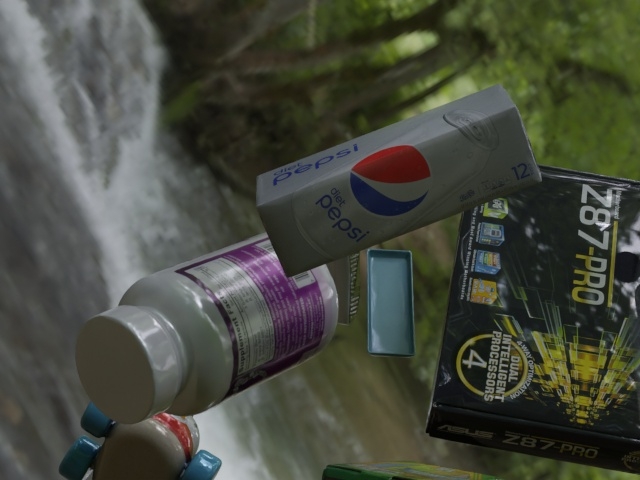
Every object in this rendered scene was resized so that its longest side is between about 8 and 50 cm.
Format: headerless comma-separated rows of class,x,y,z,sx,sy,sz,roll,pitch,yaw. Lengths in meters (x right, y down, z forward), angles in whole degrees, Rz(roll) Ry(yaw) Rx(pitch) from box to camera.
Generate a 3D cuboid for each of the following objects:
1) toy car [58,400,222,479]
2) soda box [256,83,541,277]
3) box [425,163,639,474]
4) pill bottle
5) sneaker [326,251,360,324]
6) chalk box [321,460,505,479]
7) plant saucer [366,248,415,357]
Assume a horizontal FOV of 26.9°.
toy car,-0.253,0.316,2.129,0.219,0.210,0.238,31,31,5
soda box,0.078,-0.064,1.398,0.098,0.286,0.091,-95,164,-68
box,0.319,0.090,1.714,0.097,0.318,0.395,96,7,-56
pill bottle,-0.129,0.103,1.538,0.301,0.169,0.169,-21,82,-48
sneaker,0.000,0.000,2.112,0.106,0.123,0.290,-53,151,-58
chalk box,0.110,0.410,1.860,0.289,0.179,0.180,9,86,-55
plant saucer,0.098,0.089,1.898,0.018,0.067,0.192,96,-3,-49
